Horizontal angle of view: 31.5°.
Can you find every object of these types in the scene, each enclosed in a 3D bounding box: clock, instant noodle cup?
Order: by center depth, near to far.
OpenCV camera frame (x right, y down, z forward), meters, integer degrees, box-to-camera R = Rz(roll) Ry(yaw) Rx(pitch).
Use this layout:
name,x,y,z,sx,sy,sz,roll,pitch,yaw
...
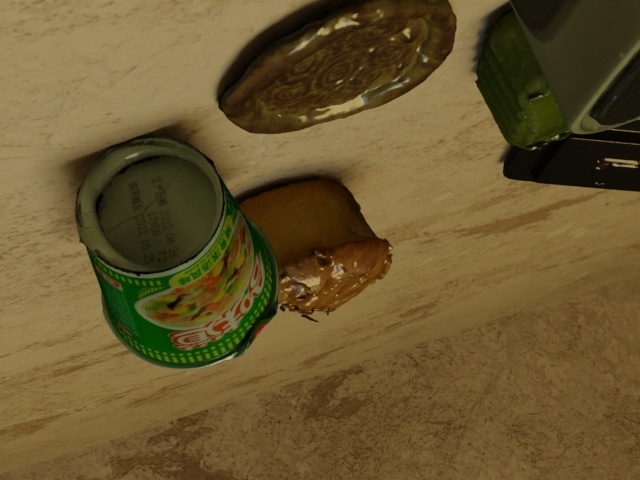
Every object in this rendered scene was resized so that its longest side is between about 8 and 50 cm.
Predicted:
name,x,y,z,sx,sy,sz,roll,pitch,yaw
instant noodle cup,-0.150,0.007,1.173,0.207,0.207,0.233,-20,158,-6
clock,0.415,-0.122,1.589,0.278,0.049,0.273,4,164,-2

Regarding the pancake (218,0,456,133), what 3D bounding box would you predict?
name,x,y,z,sx,sy,sz,roll,pitch,yaw
pancake,0.017,-0.163,1.083,0.250,0.031,0.250,-21,167,-5

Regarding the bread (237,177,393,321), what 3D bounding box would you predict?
name,x,y,z,sx,sy,sz,roll,pitch,yaw
bread,0.003,0.003,1.453,0.147,0.160,0.260,-35,159,17

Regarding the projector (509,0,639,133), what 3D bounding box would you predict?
name,x,y,z,sx,sy,sz,roll,pitch,yaw
projector,0.225,-0.238,0.661,0.248,0.249,0.248,-19,167,-10

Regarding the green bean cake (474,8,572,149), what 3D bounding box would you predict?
name,x,y,z,sx,sy,sz,roll,pitch,yaw
green bean cake,0.280,-0.191,1.206,0.214,0.113,0.200,-22,166,-1
